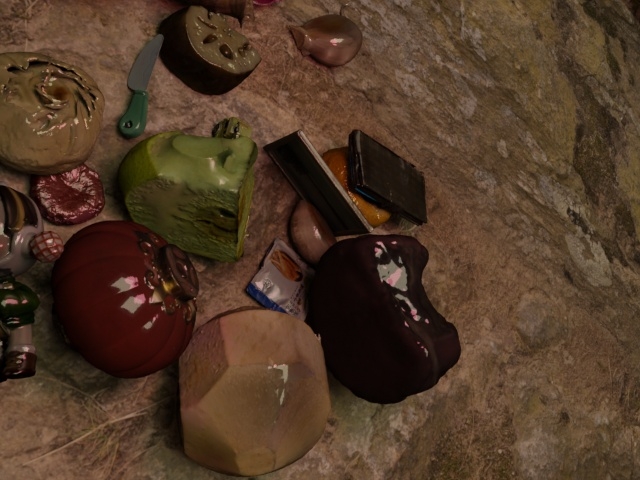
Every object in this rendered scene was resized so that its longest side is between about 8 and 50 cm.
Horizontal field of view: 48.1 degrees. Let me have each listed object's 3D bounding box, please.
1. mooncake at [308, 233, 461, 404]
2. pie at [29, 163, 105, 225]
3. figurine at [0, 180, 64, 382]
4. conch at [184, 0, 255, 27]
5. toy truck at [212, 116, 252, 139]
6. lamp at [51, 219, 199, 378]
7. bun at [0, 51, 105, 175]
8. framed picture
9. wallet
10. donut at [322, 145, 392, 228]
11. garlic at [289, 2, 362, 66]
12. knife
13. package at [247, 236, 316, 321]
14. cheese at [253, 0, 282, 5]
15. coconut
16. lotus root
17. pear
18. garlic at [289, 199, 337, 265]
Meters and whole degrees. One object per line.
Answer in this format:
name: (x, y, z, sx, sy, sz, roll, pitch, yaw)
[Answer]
mooncake: (0.137, 0.175, 1.653, 0.212, 0.350, 0.381, -8, 83, -47)
pie: (-0.504, -0.100, 1.436, 0.153, 0.038, 0.154, 11, 71, -33)
figurine: (-0.568, 0.060, 1.251, 0.281, 0.167, 0.370, -13, 79, 6)
conch: (-0.279, -0.626, 1.627, 0.186, 0.263, 0.324, -27, 112, -18)
toy truck: (-0.209, -0.203, 1.652, 0.077, 0.100, 0.169, 28, 63, -31)
lamp: (-0.363, 0.108, 1.344, 0.303, 0.257, 0.303, 62, 10, -19)
bun: (-0.534, -0.255, 1.362, 0.259, 0.152, 0.259, 14, 63, -29)
framed picture: (-0.009, -0.127, 1.716, 0.016, 0.213, 0.289, -43, 105, -22)
wallet: (0.179, -0.157, 1.852, 0.317, 0.044, 0.169, 24, 57, -48)
donut: (0.096, -0.136, 1.870, 0.253, 0.118, 0.253, 23, 60, -48)
garlic: (0.055, -0.562, 1.966, 0.266, 0.128, 0.148, -41, 116, -48)
knife: (-0.396, -0.343, 1.579, 0.034, 0.063, 0.260, 58, 36, -64)
package: (-0.079, 0.105, 1.719, 0.171, 0.027, 0.173, 42, 52, -21)
cheese: (-0.193, -0.682, 1.813, 0.244, 0.062, 0.155, 24, 64, -30)
coconut: (-0.133, 0.318, 1.450, 0.352, 0.352, 0.353, 11, 72, -35)
lotus root: (-0.259, -0.431, 1.661, 0.235, 0.119, 0.138, 32, 61, -30)
pear: (-0.279, -0.112, 1.507, 0.281, 0.286, 0.176, 8, 52, -1)
garlic: (-0.010, 0.001, 1.766, 0.195, 0.087, 0.101, 53, 37, -13)
